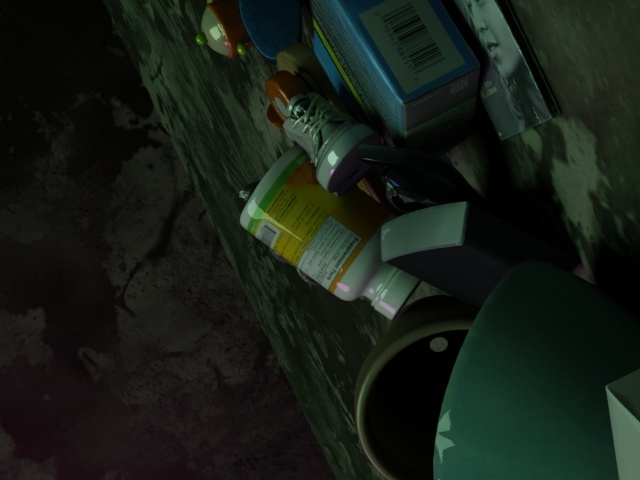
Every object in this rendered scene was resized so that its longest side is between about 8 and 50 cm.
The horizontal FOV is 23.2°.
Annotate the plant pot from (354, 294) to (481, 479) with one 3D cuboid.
[{"bbox_3d":[0.173,0.180,2.069,0.229,0.263,0.263,-94,-16,-69],"label":"plant pot"}]

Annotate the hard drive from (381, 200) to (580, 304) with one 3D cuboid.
[{"bbox_3d":[0.176,0.021,1.833,0.172,0.054,0.255,27,166,-15],"label":"hard drive"}]

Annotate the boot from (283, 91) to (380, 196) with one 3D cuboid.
[{"bbox_3d":[0.001,-0.129,1.928,0.123,0.095,0.258,47,175,5],"label":"boot"}]

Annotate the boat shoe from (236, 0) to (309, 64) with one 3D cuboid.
[{"bbox_3d":[-0.078,-0.369,2.308,0.089,0.109,0.258,77,180,-68],"label":"boat shoe"}]

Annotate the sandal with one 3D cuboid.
[{"bbox_3d":[0.134,-0.050,1.839,0.097,0.054,0.254,6,163,42],"label":"sandal"}]

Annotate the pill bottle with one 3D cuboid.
[{"bbox_3d":[0.027,-0.006,2.088,0.246,0.136,0.136,36,164,5],"label":"pill bottle"}]

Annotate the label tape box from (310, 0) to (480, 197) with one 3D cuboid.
[{"bbox_3d":[0.082,-0.220,1.854,0.240,0.106,0.333,61,175,15],"label":"label tape box"}]

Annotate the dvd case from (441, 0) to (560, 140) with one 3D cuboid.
[{"bbox_3d":[0.178,-0.220,1.682,0.221,0.018,0.164,65,168,-1],"label":"dvd case"}]

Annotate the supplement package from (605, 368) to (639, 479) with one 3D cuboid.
[{"bbox_3d":[0.381,0.223,1.415,0.194,0.149,0.203,50,161,49],"label":"supplement package"}]

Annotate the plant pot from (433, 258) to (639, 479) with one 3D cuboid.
[{"bbox_3d":[0.272,0.184,1.616,0.195,0.290,0.290,17,142,27],"label":"plant pot"}]

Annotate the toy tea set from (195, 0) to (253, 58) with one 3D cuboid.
[{"bbox_3d":[-0.191,-0.407,2.584,0.200,0.124,0.336,68,167,-16],"label":"toy tea set"}]

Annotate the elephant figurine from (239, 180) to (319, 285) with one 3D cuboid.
[{"bbox_3d":[0.000,0.000,2.455,0.169,0.186,0.239,-52,-44,-65],"label":"elephant figurine"}]

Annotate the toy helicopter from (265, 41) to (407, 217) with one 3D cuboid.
[{"bbox_3d":[0.042,-0.119,2.194,0.355,0.140,0.235,58,165,-10],"label":"toy helicopter"}]
